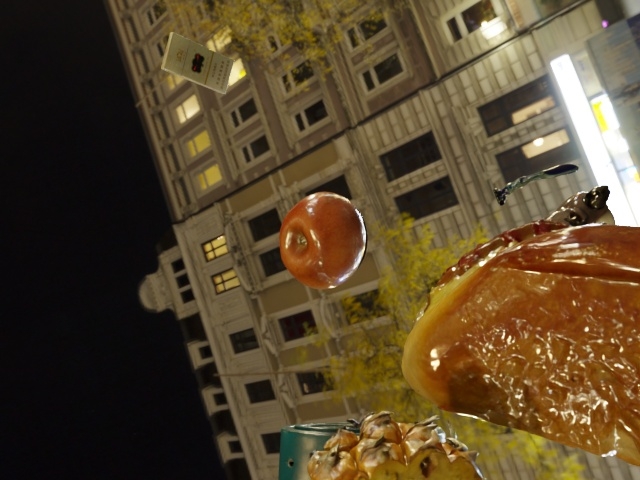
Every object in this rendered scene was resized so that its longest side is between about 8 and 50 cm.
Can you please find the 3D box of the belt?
[{"bbox_3d":[0.104,0.520,1.118,0.437,0.300,0.173,16,-110,-29],"label":"belt"}]

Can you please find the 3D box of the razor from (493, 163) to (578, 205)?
[{"bbox_3d":[0.413,-0.116,0.895,0.028,0.155,0.044,46,-149,-43],"label":"razor"}]

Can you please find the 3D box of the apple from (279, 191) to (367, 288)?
[{"bbox_3d":[0.000,0.000,1.321,0.252,0.271,0.206,34,-154,22],"label":"apple"}]

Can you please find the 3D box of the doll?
[{"bbox_3d":[0.546,-0.017,1.031,0.257,0.182,0.117,-29,-116,-21],"label":"doll"}]

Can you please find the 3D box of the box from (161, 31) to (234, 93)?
[{"bbox_3d":[-0.303,-0.438,1.158,0.167,0.024,0.090,12,-83,-39],"label":"box"}]

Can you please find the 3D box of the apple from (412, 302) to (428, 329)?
[{"bbox_3d":[0.420,0.277,1.291,0.163,0.293,0.251,54,-161,-44],"label":"apple"}]

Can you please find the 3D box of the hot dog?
[{"bbox_3d":[0.293,0.093,0.478,0.185,0.405,0.223,-2,-81,-62],"label":"hot dog"}]

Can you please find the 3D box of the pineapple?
[{"bbox_3d":[0.098,0.227,0.400,0.135,0.079,0.233,-39,-67,-21],"label":"pineapple"}]
